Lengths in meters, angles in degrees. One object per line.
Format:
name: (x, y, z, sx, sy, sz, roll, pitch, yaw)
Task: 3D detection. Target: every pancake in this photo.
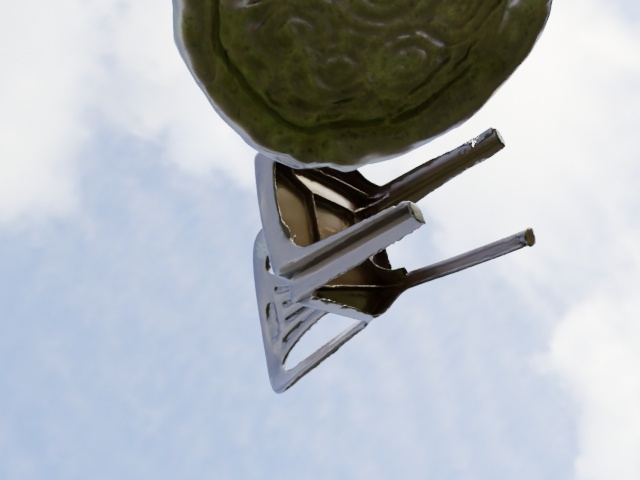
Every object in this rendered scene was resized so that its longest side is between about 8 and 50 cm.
pancake: (0.033, -0.142, 0.734, 0.250, 0.031, 0.250, -10, -43, -10)

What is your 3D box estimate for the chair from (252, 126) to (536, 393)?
chair: (0.000, 0.000, 1.104, 0.183, 0.326, 0.176, 20, -131, -44)
